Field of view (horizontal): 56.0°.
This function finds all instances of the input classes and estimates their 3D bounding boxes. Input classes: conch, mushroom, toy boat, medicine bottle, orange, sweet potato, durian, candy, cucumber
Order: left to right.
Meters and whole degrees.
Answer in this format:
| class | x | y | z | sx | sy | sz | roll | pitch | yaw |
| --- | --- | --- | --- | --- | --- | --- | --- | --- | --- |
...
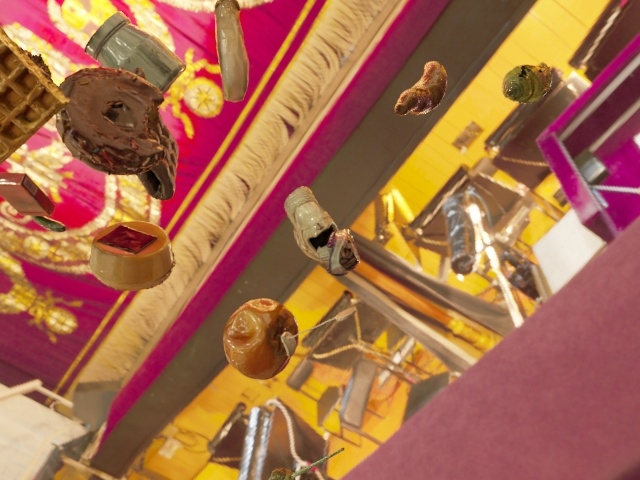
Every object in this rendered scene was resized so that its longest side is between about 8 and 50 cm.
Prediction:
| class | x | y | z | sx | sy | sz | roll | pitch | yaw |
| --- | --- | --- | --- | --- | --- | --- | --- | --- | --- |
| durian | -0.964 | -0.535 | 1.940 | 0.196 | 0.196 | 0.167 | -112 | 40 | -76 |
| cucumber | -0.875 | -0.055 | 1.931 | 0.039 | 0.167 | 0.039 | -54 | -23 | -35 |
| medicine bottle | -0.664 | -0.637 | 2.145 | 0.245 | 0.290 | 0.245 | -43 | 17 | 16 |
| mushroom | -0.279 | -0.601 | 1.884 | 0.123 | 0.094 | 0.352 | 134 | 132 | -66 |
| orange | -0.164 | 0.304 | 1.842 | 0.183 | 0.249 | 0.249 | -5 | 50 | 47 |
| candy | -0.030 | 0.512 | 1.354 | 0.202 | 0.061 | 0.061 | -34 | 19 | 16 |
| toy boat | 0.047 | 0.039 | 1.761 | 0.115 | 0.114 | 0.262 | -24 | 14 | 6 |
| sweet potato | 0.167 | -0.239 | 1.001 | 0.249 | 0.059 | 0.069 | -50 | -34 | -50 |
| conch | 0.484 | -0.368 | 1.414 | 0.200 | 0.095 | 0.079 | -20 | -8 | -29 |

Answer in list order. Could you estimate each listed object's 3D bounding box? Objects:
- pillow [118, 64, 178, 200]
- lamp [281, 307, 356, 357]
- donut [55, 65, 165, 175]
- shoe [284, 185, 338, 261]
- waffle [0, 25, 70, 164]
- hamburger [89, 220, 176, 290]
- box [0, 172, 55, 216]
| class | x | y | z | sx | sy | sz | roll | pitch | yaw |
| --- | --- | --- | --- | --- | --- | --- | --- | --- | --- |
| pillow | -0.485 | -0.289 | 1.666 | 0.326 | 0.101 | 0.228 | 77 | -173 | -48 |
| lamp | 0.001 | 0.206 | 1.368 | 0.198 | 0.056 | 0.050 | -25 | 6 | 22 |
| donut | -0.405 | -0.223 | 1.162 | 0.096 | 0.216 | 0.230 | -39 | 60 | 48 |
| shoe | 0.000 | 0.000 | 1.964 | 0.132 | 0.342 | 0.211 | -31 | 51 | -5 |
| waffle | -0.531 | -0.213 | 0.946 | 0.210 | 0.160 | 0.055 | -37 | 18 | 10 |
| hamburger | -0.646 | 0.061 | 2.082 | 0.300 | 0.300 | 0.176 | -79 | -1 | -60 |
| box | -0.914 | -0.141 | 1.851 | 0.175 | 0.112 | 0.048 | 77 | -162 | -59 |
